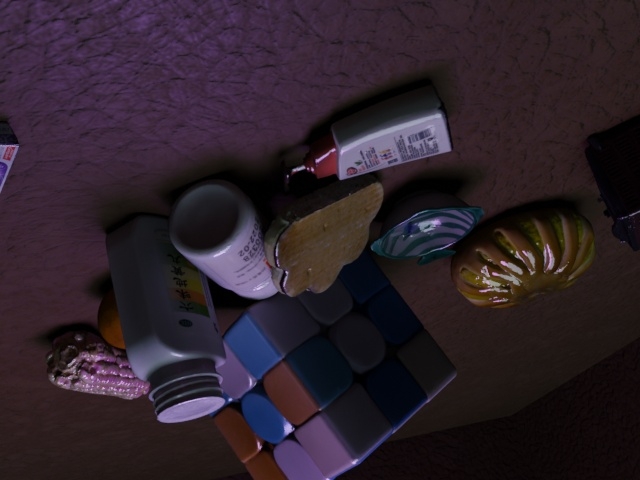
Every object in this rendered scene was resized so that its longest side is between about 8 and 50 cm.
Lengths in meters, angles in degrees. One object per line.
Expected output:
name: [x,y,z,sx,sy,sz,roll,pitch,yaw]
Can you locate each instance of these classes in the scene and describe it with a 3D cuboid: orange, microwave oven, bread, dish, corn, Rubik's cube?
orange: [-0.345,0.136,1.481,0.156,0.124,0.156,-29,166,-8]
microwave oven: [0.633,-0.110,1.528,0.188,0.178,0.247,-26,153,18]
bread: [0.462,0.050,1.770,0.333,0.160,0.333,-14,153,-7]
dish: [0.201,-0.036,1.524,0.224,0.078,0.246,-20,154,6]
bread: [0.000,0.000,1.346,0.286,0.056,0.207,-23,136,-43]
corn: [-0.477,0.281,1.708,0.127,0.126,0.335,-20,159,5]
Rubik's cube: [-0.006,0.271,1.586,0.347,0.346,0.344,-32,172,-41]

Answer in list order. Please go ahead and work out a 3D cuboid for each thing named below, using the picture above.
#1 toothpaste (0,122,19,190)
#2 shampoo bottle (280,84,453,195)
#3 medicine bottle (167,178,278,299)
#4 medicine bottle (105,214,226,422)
toothpaste: [-0.454,-0.087,1.052,0.047,0.040,0.196,-3,152,-37]
shampoo bottle: [0.062,-0.146,1.226,0.284,0.071,0.153,-18,158,6]
medicine bottle: [-0.146,0.008,1.322,0.145,0.144,0.252,-20,153,6]
medicine bottle: [-0.247,0.128,1.284,0.124,0.324,0.179,-27,153,21]
